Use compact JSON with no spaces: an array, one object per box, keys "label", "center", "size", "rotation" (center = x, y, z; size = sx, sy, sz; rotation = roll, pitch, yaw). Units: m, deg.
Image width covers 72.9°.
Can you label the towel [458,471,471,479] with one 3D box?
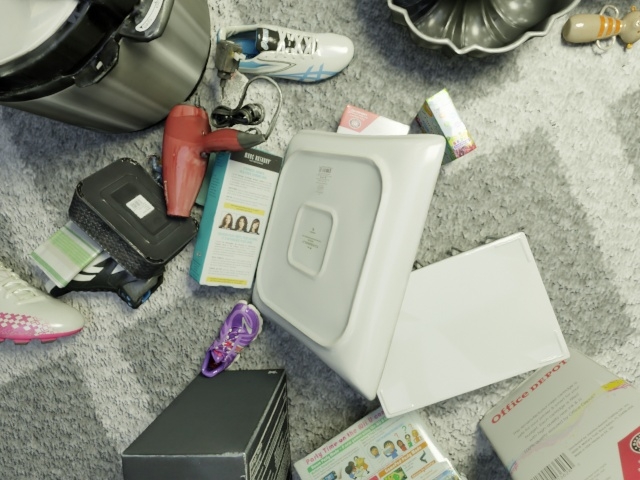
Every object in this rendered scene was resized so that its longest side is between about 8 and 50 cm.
[{"label":"towel","center":[0.253,0.608,0.772],"size":[0.235,0.121,0.283],"rotation":[44,97,-1]}]

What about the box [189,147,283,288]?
[{"label":"box","center":[-0.149,-0.043,0.756],"size":[0.101,0.060,0.244],"rotation":[11,97,-38]}]

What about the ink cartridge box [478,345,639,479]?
[{"label":"ink cartridge box","center":[0.402,0.318,0.641],"size":[0.226,0.306,0.131],"rotation":[-43,91,7]}]

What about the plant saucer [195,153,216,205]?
[{"label":"plant saucer","center":[-0.198,-0.122,0.797],"size":[0.119,0.021,0.119],"rotation":[1,96,5]}]

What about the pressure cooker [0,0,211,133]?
[{"label":"pressure cooker","center":[-0.374,-0.351,0.593],"size":[0.370,0.420,0.375],"rotation":[-24,92,7]}]

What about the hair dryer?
[{"label":"hair dryer","center":[-0.183,-0.158,0.679],"size":[0.293,0.080,0.223],"rotation":[-56,44,27]}]

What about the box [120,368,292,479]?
[{"label":"box","center":[-0.156,0.400,0.702],"size":[0.183,0.296,0.294],"rotation":[-2,94,5]}]

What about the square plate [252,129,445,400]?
[{"label":"square plate","center":[0.000,0.000,0.657],"size":[0.049,0.347,0.344],"rotation":[9,98,-36]}]

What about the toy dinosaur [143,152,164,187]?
[{"label":"toy dinosaur","center":[-0.294,-0.119,0.798],"size":[0.090,0.047,0.082],"rotation":[-27,111,-4]}]

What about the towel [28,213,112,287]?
[{"label":"towel","center":[-0.431,0.004,0.779],"size":[0.113,0.023,0.152],"rotation":[31,66,26]}]

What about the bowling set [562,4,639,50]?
[{"label":"bowling set","center":[0.481,-0.446,0.630],"size":[0.154,0.200,0.287],"rotation":[1,99,3]}]

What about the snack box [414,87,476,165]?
[{"label":"snack box","center":[0.197,-0.177,0.699],"size":[0.037,0.141,0.100],"rotation":[-30,92,7]}]

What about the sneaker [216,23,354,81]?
[{"label":"sneaker","center":[-0.061,-0.323,0.737],"size":[0.237,0.086,0.085],"rotation":[3,93,3]}]

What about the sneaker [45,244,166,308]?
[{"label":"sneaker","center":[-0.393,0.085,0.802],"size":[0.217,0.079,0.121],"rotation":[-26,91,5]}]

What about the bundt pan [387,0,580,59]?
[{"label":"bundt pan","center":[0.244,-0.441,0.682],"size":[0.331,0.124,0.330],"rotation":[0,94,5]}]

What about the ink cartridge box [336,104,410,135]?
[{"label":"ink cartridge box","center":[0.065,-0.117,0.753],"size":[0.115,0.067,0.198],"rotation":[21,95,3]}]

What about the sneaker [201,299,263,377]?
[{"label":"sneaker","center":[-0.161,0.184,0.777],"size":[0.068,0.071,0.170],"rotation":[32,111,7]}]

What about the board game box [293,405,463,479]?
[{"label":"board game box","center":[0.129,0.439,0.688],"size":[0.224,0.097,0.303],"rotation":[-31,61,-6]}]

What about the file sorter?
[{"label":"file sorter","center":[0.199,0.120,0.708],"size":[0.278,0.173,0.192],"rotation":[-21,92,6]}]

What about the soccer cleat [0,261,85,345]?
[{"label":"soccer cleat","center":[-0.603,0.100,0.802],"size":[0.331,0.116,0.143],"rotation":[8,96,4]}]

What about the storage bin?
[{"label":"storage bin","center":[-0.317,-0.037,0.743],"size":[0.180,0.122,0.084],"rotation":[46,136,-9]}]
